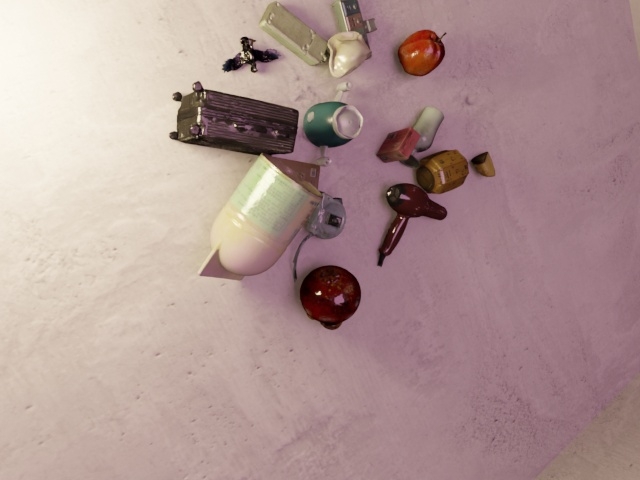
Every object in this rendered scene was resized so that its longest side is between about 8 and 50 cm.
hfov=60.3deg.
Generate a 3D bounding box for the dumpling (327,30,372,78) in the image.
[{"bbox_3d":[0.082,-0.633,1.852,0.169,0.100,0.134,-40,99,4],"label":"dumpling"}]

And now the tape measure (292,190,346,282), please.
[{"bbox_3d":[0.000,0.000,1.931,0.164,0.084,0.330,13,91,-34],"label":"tape measure"}]

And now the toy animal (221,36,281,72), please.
[{"bbox_3d":[-0.223,-0.588,1.750,0.220,0.062,0.108,-28,128,-26],"label":"toy animal"}]

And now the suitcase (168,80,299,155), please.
[{"bbox_3d":[-0.256,-0.352,1.651,0.335,0.229,0.152,5,93,-31],"label":"suitcase"}]

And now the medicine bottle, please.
[{"bbox_3d":[-0.200,-0.042,1.702,0.235,0.236,0.406,30,102,-30],"label":"medicine bottle"}]

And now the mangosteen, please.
[{"bbox_3d":[0.034,0.210,1.928,0.215,0.215,0.257,-25,139,-26],"label":"mangosteen"}]

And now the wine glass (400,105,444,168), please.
[{"bbox_3d":[0.384,-0.396,2.105,0.103,0.103,0.231,38,72,-29],"label":"wine glass"}]

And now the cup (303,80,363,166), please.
[{"bbox_3d":[0.053,-0.395,1.864,0.167,0.173,0.300,16,88,-30],"label":"cup"}]

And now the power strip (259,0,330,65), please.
[{"bbox_3d":[-0.065,-0.668,1.829,0.288,0.053,0.093,30,79,-31],"label":"power strip"}]

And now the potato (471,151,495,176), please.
[{"bbox_3d":[0.685,-0.306,2.312,0.096,0.066,0.103,-45,114,-46],"label":"potato"}]

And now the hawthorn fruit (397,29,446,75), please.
[{"bbox_3d":[0.385,-0.696,2.016,0.157,0.194,0.157,26,50,-36],"label":"hawthorn fruit"}]

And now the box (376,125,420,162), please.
[{"bbox_3d":[0.285,-0.347,2.020,0.060,0.156,0.111,38,75,-22],"label":"box"}]

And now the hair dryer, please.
[{"bbox_3d":[0.329,-0.038,2.135,0.312,0.123,0.340,22,95,-42],"label":"hair dryer"}]

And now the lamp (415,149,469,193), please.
[{"bbox_3d":[0.475,-0.268,2.146,0.185,0.161,0.161,-20,106,-27],"label":"lamp"}]

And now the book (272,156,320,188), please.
[{"bbox_3d":[-0.094,-0.205,1.891,0.198,0.016,0.138,6,93,-32],"label":"book"}]

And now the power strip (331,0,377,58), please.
[{"bbox_3d":[0.131,-0.743,1.941,0.145,0.061,0.216,-27,110,-33],"label":"power strip"}]
